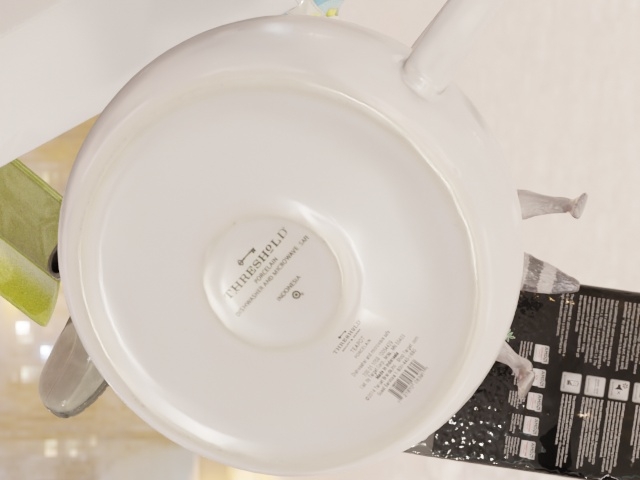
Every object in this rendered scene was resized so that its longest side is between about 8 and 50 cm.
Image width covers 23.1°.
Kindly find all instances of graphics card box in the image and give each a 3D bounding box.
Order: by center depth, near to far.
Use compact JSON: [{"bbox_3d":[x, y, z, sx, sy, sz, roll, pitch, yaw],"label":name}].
[{"bbox_3d":[0.287,0.163,1.853,0.094,0.370,0.233,30,-113,-86],"label":"graphics card box"}]

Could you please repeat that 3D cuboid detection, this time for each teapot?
[{"bbox_3d":[-0.004,-0.015,0.833,0.187,0.256,0.253,-61,-37,-67],"label":"teapot"}]

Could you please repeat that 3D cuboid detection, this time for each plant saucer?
[{"bbox_3d":[-0.352,-0.025,1.789,0.188,0.045,0.188,44,-149,-40],"label":"plant saucer"}]

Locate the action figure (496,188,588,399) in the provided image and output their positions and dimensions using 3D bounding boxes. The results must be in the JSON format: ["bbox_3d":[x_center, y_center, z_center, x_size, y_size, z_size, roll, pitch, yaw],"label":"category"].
[{"bbox_3d":[0.075,0.048,1.569,0.178,0.330,0.341,-29,-47,-62],"label":"action figure"}]

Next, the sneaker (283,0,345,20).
[{"bbox_3d":[-0.018,-0.197,1.749,0.208,0.319,0.127,60,-154,10],"label":"sneaker"}]

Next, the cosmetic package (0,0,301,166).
[{"bbox_3d":[-0.222,-0.179,1.027,0.097,0.377,0.284,51,-165,-48],"label":"cosmetic package"}]

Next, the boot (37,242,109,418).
[{"bbox_3d":[-0.257,0.059,1.693,0.246,0.083,0.161,-59,-29,-13],"label":"boot"}]
